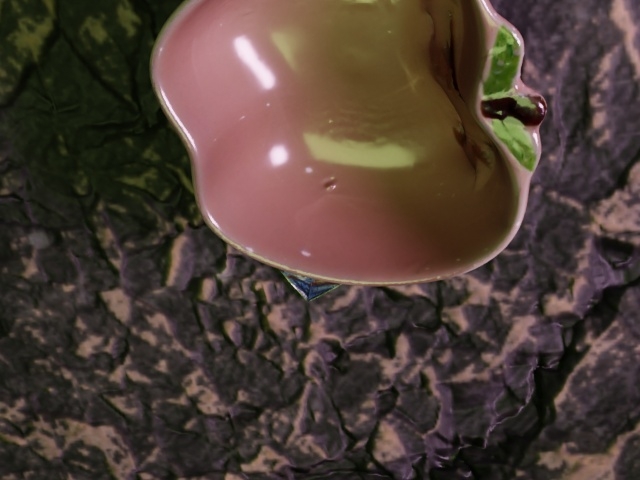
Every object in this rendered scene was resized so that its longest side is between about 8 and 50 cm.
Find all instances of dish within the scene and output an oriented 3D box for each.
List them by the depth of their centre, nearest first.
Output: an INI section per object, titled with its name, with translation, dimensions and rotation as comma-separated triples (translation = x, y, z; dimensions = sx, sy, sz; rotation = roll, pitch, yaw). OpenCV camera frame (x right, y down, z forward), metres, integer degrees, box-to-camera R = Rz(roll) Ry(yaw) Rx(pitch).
[dish]
translation = 0.023, -0.082, 0.839
dimensions = 0.213, 0.090, 0.213
rotation = 5, 123, 8

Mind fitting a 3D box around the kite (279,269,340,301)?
[kite]
translation = 0.000, 0.000, 0.943
dimensions = 0.122, 0.004, 0.090
rotation = 6, 123, 4
